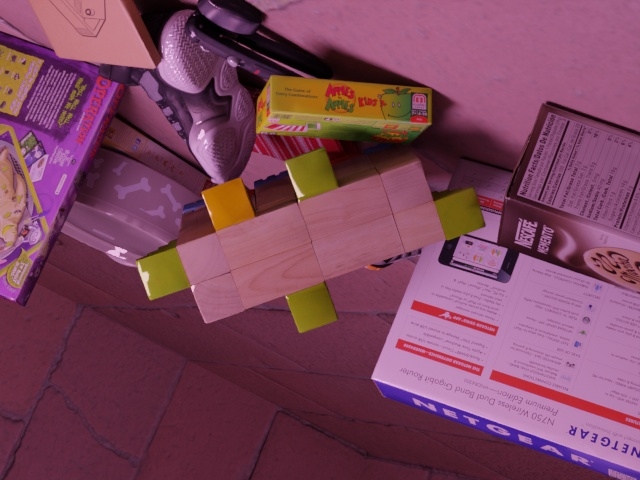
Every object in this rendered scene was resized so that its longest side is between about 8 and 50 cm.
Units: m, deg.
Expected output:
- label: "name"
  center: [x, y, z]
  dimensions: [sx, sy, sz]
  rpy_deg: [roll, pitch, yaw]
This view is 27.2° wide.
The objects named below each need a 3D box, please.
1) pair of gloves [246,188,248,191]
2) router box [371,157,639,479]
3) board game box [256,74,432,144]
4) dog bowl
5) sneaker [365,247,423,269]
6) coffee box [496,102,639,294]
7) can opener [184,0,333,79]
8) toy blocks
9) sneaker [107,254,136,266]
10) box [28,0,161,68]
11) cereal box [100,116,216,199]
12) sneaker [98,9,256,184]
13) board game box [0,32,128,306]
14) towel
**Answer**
- label: "pair of gloves"
  center: [-0.070, -0.047, 2.118]
  dimensions: [0.198, 0.023, 0.159]
  rpy_deg: [14, 163, 32]
- label: "router box"
  center: [0.269, 0.089, 1.554]
  dimensions: [0.335, 0.301, 0.082]
  rpy_deg: [18, 164, 19]
- label: "board game box"
  center: [0.025, -0.145, 1.480]
  dimensions: [0.181, 0.043, 0.092]
  rpy_deg: [4, 169, -12]
- label: "dog bowl"
  center: [-0.319, -0.049, 2.135]
  dimensions: [0.348, 0.102, 0.349]
  rpy_deg: [22, 167, 6]
- label: "sneaker"
  center: [0.124, -0.013, 1.754]
  dimensions: [0.083, 0.084, 0.215]
  rpy_deg: [-10, -179, 44]
- label: "coffee box"
  center: [0.349, -0.020, 1.409]
  dimensions: [0.297, 0.119, 0.168]
  rpy_deg: [20, 165, 11]
- label: "can opener"
  center: [-0.067, -0.209, 1.482]
  dimensions: [0.186, 0.059, 0.073]
  rpy_deg: [30, 163, -23]
- label: "toy blocks"
  center: [-0.018, -0.026, 1.588]
  dimensions: [0.261, 0.381, 0.191]
  rpy_deg: [-105, -4, -77]
- label: "sneaker"
  center: [-0.291, -0.016, 2.436]
  dimensions: [0.305, 0.114, 0.152]
  rpy_deg: [12, 148, 23]
- label: "box"
  center: [-0.276, -0.282, 1.471]
  dimensions: [0.164, 0.021, 0.201]
  rpy_deg: [13, 140, 37]
- label: "cereal box"
  center: [-0.305, -0.132, 2.116]
  dimensions: [0.240, 0.047, 0.173]
  rpy_deg: [34, 162, -35]
- label: "sneaker"
  center: [-0.176, -0.184, 1.613]
  dimensions: [0.153, 0.101, 0.269]
  rpy_deg: [20, 148, 29]
- label: "board game box"
  center: [-0.430, -0.103, 1.822]
  dimensions: [0.208, 0.347, 0.056]
  rpy_deg: [20, 166, 14]
- label: "towel"
  center: [-0.079, -0.157, 1.738]
  dimensions: [0.274, 0.031, 0.199]
  rpy_deg: [18, 164, 19]
